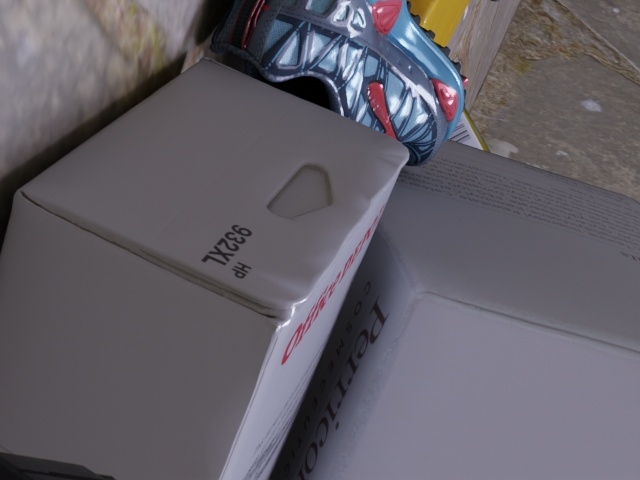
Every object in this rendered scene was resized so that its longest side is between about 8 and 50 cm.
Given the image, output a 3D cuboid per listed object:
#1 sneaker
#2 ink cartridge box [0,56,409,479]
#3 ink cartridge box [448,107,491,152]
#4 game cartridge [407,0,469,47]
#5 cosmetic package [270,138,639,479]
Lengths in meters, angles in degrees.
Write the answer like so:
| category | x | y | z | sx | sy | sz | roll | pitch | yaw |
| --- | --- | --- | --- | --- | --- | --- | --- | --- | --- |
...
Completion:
| category | x | y | z | sx | sy | sz | roll | pitch | yaw |
| --- | --- | --- | --- | --- | --- | --- | --- | --- | --- |
| sneaker | 0.002 | -0.097 | 0.825 | 0.125 | 0.104 | 0.262 | -57 | 151 | -8 |
| ink cartridge box | -0.086 | 0.089 | 0.688 | 0.223 | 0.129 | 0.307 | -53 | 167 | -62 |
| ink cartridge box | 0.228 | -0.092 | 1.945 | 0.072 | 0.303 | 0.307 | -30 | 178 | 12 |
| game cartridge | 0.153 | -0.323 | 1.530 | 0.323 | 0.053 | 0.285 | -62 | 173 | -15 |
| cosmetic package | 0.105 | 0.136 | 0.967 | 0.393 | 0.327 | 0.329 | -118 | -133 | -65 |
